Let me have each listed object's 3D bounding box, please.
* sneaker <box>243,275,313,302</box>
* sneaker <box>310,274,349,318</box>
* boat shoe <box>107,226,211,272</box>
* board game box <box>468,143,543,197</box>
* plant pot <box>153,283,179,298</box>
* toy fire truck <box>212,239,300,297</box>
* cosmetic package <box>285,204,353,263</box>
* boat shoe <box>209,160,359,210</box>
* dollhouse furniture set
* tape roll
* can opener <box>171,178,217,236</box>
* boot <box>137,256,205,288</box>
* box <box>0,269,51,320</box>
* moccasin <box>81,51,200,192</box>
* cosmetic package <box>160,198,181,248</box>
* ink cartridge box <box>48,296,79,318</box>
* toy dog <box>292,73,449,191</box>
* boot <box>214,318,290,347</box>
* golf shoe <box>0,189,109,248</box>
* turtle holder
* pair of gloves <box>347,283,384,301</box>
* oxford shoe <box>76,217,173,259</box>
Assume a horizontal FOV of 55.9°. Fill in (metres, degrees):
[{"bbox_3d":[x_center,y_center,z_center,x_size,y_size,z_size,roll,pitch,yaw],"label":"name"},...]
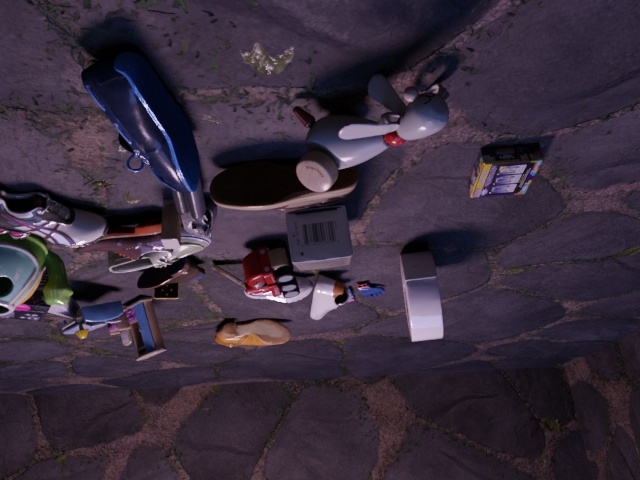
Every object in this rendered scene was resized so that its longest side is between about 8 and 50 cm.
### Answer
[{"bbox_3d":[-0.139,0.149,2.022,0.235,0.090,0.094,-1,146,-11],"label":"sneaker"},{"bbox_3d":[0.033,0.221,2.150,0.123,0.105,0.290,13,154,3],"label":"sneaker"},{"bbox_3d":[-0.449,0.032,1.686,0.303,0.094,0.109,-9,155,10],"label":"boat shoe"},{"bbox_3d":[0.448,-0.167,1.474,0.141,0.048,0.170,-3,156,1],"label":"board game box"},{"bbox_3d":[-0.504,0.156,1.974,0.081,0.081,0.083,1,167,-13],"label":"plant pot"},{"bbox_3d":[-0.207,0.098,1.849,0.247,0.158,0.217,-15,156,-2],"label":"toy fire truck"},{"bbox_3d":[0.000,0.000,1.559,0.153,0.129,0.296,-8,173,-1],"label":"cosmetic package"},{"bbox_3d":[-0.082,-0.113,1.414,0.342,0.123,0.123,-9,155,-5],"label":"boat shoe"},{"bbox_3d":[-0.744,0.340,2.080,0.286,0.198,0.303,-27,167,39],"label":"dollhouse furniture set"},{"bbox_3d":[0.319,0.175,1.920,0.100,0.286,0.286,-7,155,6],"label":"tape roll"},{"bbox_3d":[-0.305,-0.103,1.468,0.076,0.095,0.283,18,148,8],"label":"can opener"},{"bbox_3d":[-0.467,0.118,1.890,0.219,0.082,0.106,-21,149,27],"label":"boot"},{"bbox_3d":[-0.933,0.141,1.783,0.247,0.142,0.163,12,152,-30],"label":"box"},{"bbox_3d":[-0.331,-0.219,1.153,0.117,0.137,0.342,-5,142,10],"label":"moccasin"},{"bbox_3d":[-0.373,-0.041,1.514,0.041,0.115,0.060,-2,156,-4],"label":"cosmetic package"},{"bbox_3d":[-0.947,0.187,2.014,0.233,0.066,0.189,16,155,2],"label":"ink cartridge box"},{"bbox_3d":[0.069,-0.229,1.142,0.334,0.220,0.161,-29,115,29],"label":"toy dog"},{"bbox_3d":[-0.289,0.397,2.533,0.295,0.104,0.211,7,159,-14],"label":"boot"},{"bbox_3d":[-0.652,-0.053,1.460,0.273,0.105,0.120,6,146,-24],"label":"golf shoe"},{"bbox_3d":[-0.829,0.079,1.560,0.244,0.227,0.320,-10,155,9],"label":"turtle holder"},{"bbox_3d":[0.135,0.192,2.235,0.198,0.023,0.159,-14,156,21],"label":"pair of gloves"},{"bbox_3d":[-0.519,0.013,1.590,0.272,0.098,0.097,-9,-164,9],"label":"oxford shoe"}]
